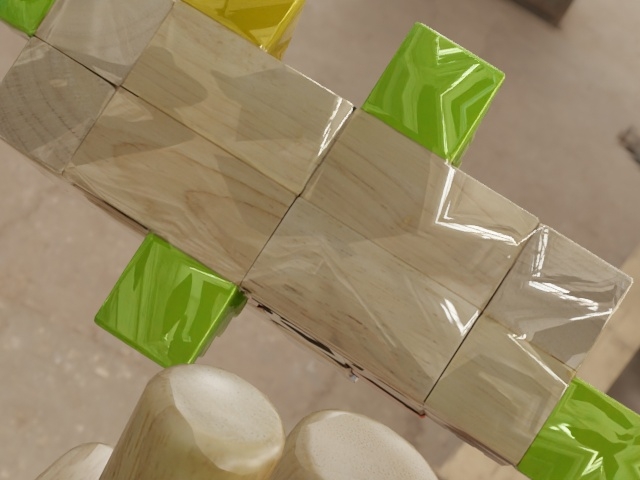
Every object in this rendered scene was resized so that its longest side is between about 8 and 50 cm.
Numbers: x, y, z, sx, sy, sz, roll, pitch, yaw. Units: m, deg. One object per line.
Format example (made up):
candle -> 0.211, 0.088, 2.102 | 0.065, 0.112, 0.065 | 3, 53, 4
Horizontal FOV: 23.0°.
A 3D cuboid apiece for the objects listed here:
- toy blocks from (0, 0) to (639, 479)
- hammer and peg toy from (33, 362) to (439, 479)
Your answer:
toy blocks -> 0.000, 0.000, 0.821 | 0.381, 0.190, 0.261 | 32, -5, 9
hammer and peg toy -> 0.024, 0.147, 0.347 | 0.266, 0.127, 0.361 | 32, 25, 8
